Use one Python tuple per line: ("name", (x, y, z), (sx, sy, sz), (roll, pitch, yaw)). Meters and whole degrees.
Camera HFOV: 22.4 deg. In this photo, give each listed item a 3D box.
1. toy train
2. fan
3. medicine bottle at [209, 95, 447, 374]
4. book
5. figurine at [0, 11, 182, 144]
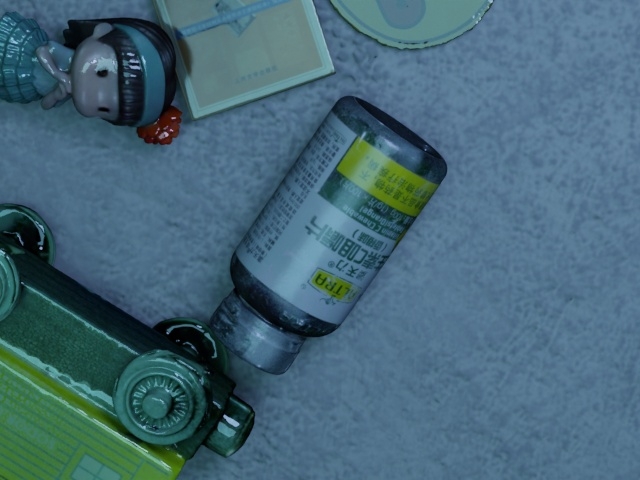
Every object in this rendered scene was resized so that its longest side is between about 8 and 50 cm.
("toy train", (-0.300, 0.150, 1.760), (0.442, 0.179, 0.272), (32, 107, -2))
("fan", (0.057, -0.301, 1.723), (0.335, 0.011, 0.230), (-25, 95, 10))
("medicine bottle", (0.000, 0.000, 1.716), (0.141, 0.141, 0.293), (35, 102, -1))
("book", (-0.097, -0.268, 1.732), (0.170, 0.018, 0.242), (-18, 94, 9))
("figurine", (-0.268, -0.180, 1.731), (0.245, 0.110, 0.138), (8, 140, 7))
